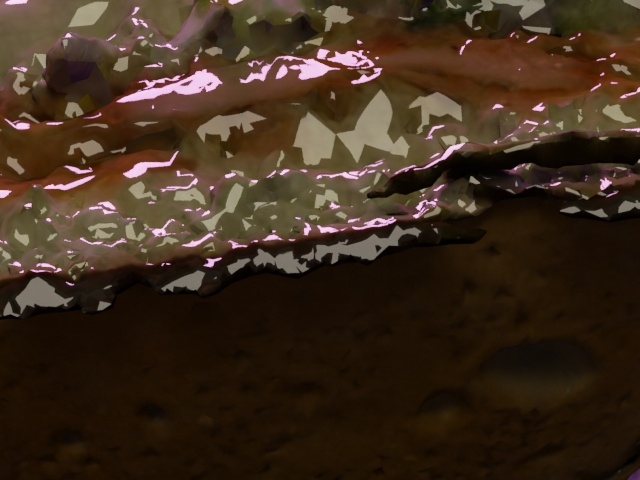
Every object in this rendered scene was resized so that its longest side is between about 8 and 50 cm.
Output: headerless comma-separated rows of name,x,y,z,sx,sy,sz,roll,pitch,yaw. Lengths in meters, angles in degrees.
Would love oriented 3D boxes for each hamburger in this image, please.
hamburger,0.000,0.000,0.798,0.445,0.287,0.268,-10,47,-1
